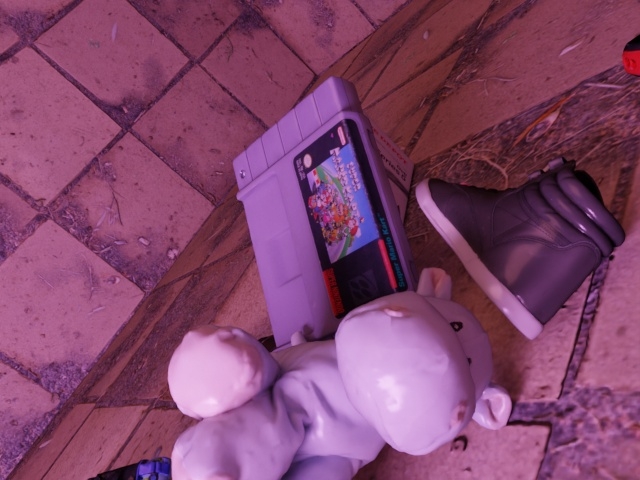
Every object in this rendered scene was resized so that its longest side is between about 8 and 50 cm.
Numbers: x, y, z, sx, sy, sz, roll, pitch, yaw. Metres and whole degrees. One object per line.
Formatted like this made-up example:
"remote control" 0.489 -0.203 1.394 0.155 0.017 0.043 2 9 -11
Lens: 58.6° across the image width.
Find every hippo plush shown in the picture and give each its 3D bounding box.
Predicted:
"hippo plush" 0.042 0.158 0.495 0.237 0.234 0.294 -21 -16 19

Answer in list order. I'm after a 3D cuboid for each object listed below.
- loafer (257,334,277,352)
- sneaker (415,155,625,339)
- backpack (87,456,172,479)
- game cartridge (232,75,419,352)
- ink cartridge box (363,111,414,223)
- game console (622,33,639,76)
"loafer" -0.078 0.200 0.789 0.078 0.080 0.220 -38 20 30
"sneaker" 0.204 -0.029 0.606 0.147 0.104 0.295 -42 24 11
"backpack" -0.187 0.348 0.619 0.117 0.158 0.173 -24 38 13
"game cartridge" 0.000 0.000 0.717 0.230 0.068 0.354 -34 64 44
"ink cartridge box" 0.042 -0.099 0.955 0.115 0.198 0.272 -35 22 34
"game console" 0.469 -0.231 0.392 0.387 0.060 0.342 -33 13 3
